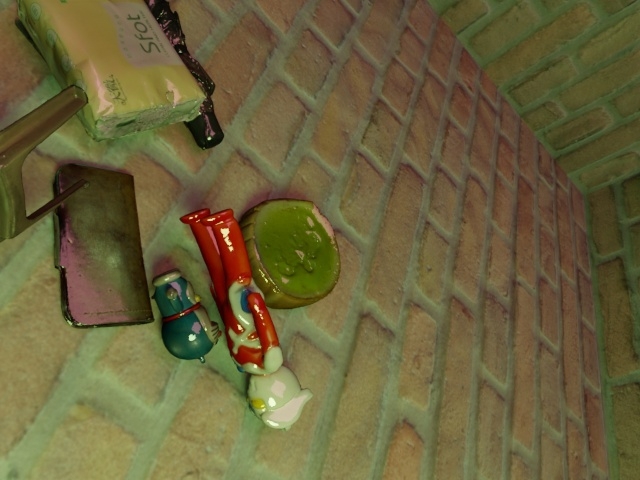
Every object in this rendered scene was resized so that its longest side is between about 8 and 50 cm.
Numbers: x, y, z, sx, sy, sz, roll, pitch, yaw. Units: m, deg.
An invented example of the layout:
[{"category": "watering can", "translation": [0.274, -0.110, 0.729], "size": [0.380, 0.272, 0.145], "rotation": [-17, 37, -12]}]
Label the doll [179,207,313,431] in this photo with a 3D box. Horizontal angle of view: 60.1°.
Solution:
[{"category": "doll", "translation": [-0.116, 0.132, 0.876], "size": [0.099, 0.188, 0.384], "rotation": [-26, 102, -23]}]

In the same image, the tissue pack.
[{"category": "tissue pack", "translation": [-0.341, -0.296, 0.907], "size": [0.215, 0.123, 0.257], "rotation": [-29, 87, -43]}]

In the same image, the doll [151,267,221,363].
[{"category": "doll", "translation": [-0.207, 0.118, 0.843], "size": [0.085, 0.114, 0.152], "rotation": [-23, 95, -12]}]

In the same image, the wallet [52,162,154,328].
[{"category": "wallet", "translation": [-0.330, 0.004, 0.831], "size": [0.137, 0.031, 0.256], "rotation": [5, 64, -44]}]

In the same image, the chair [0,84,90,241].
[{"category": "chair", "translation": [-0.439, -0.067, 0.625], "size": [0.183, 0.176, 0.327], "rotation": [23, 44, 2]}]

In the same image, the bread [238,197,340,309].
[{"category": "bread", "translation": [-0.060, 0.020, 1.070], "size": [0.236, 0.070, 0.236], "rotation": [22, 55, -35]}]

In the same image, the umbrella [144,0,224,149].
[{"category": "umbrella", "translation": [-0.266, -0.323, 1.037], "size": [0.090, 0.094, 0.326], "rotation": [-24, 86, -35]}]
